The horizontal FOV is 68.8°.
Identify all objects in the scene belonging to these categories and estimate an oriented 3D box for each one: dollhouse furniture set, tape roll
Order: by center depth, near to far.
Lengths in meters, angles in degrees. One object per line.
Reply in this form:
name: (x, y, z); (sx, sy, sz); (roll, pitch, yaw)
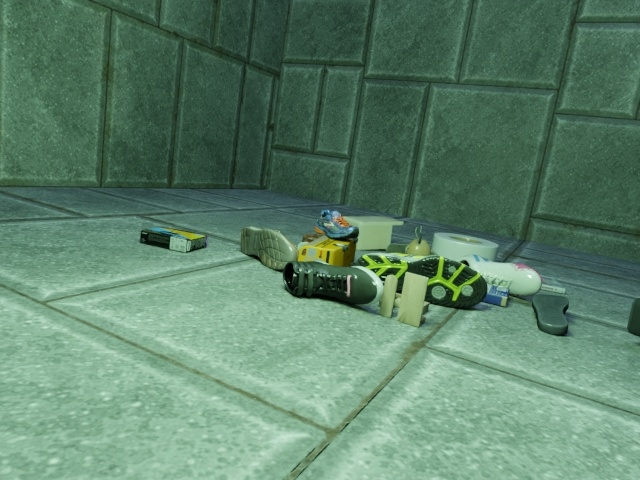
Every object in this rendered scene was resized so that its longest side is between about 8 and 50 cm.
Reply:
dollhouse furniture set: (0.223, 0.127, 1.204); (0.144, 0.123, 0.151); (15, 12, 30)
tape roll: (0.643, 0.042, 2.090); (0.286, 0.100, 0.286); (8, 10, -1)

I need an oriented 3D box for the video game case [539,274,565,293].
video game case: (0.836, 0.157, 1.827); (0.183, 0.023, 0.201); (11, 11, 13)

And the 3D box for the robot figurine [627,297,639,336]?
robot figurine: (0.905, 0.223, 1.118); (0.209, 0.173, 0.278); (-43, 33, -18)

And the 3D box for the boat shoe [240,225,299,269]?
boat shoe: (-0.150, 0.016, 1.542); (0.116, 0.123, 0.324); (4, 13, -36)

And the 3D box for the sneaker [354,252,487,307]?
sneaker: (0.298, 0.096, 1.391); (0.385, 0.145, 0.147); (13, 11, 15)

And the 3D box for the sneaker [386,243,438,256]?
sneaker: (0.392, 0.048, 1.896); (0.222, 0.083, 0.118); (15, 11, 36)

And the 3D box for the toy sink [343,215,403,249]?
toy sink: (0.229, -0.032, 2.078); (0.234, 0.131, 0.153); (-3, 14, -28)

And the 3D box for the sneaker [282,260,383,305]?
sneaker: (0.016, 0.113, 1.203); (0.147, 0.104, 0.296); (-3, 9, -41)

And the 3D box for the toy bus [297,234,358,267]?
toy bus: (0.035, 0.050, 1.528); (0.130, 0.108, 0.333); (8, 10, 13)

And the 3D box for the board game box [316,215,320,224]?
board game box: (0.052, -0.099, 2.571); (0.136, 0.035, 0.201); (9, 10, 3)

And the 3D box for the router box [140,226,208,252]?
router box: (-0.492, -0.006, 1.576); (0.179, 0.046, 0.133); (11, 10, 15)

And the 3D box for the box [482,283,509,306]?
box: (0.486, 0.156, 1.508); (0.225, 0.036, 0.136); (14, 11, 23)

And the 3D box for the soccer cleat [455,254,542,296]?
soccer cleat: (0.584, 0.127, 1.597); (0.143, 0.116, 0.331); (-10, 13, -26)

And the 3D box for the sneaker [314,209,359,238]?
sneaker: (0.051, -0.056, 1.571); (0.083, 0.087, 0.221); (-2, 12, -35)

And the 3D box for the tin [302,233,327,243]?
tin: (0.000, 0.000, 1.981); (0.106, 0.040, 0.190); (10, 10, 34)

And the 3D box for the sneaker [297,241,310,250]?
sneaker: (-0.015, 0.037, 1.725); (0.134, 0.051, 0.070); (13, 9, 9)

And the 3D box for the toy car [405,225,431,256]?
toy car: (0.306, 0.043, 1.554); (0.149, 0.188, 0.155); (11, 10, 16)

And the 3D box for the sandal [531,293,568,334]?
sandal: (0.649, 0.212, 1.326); (0.097, 0.054, 0.254); (6, 17, 27)
